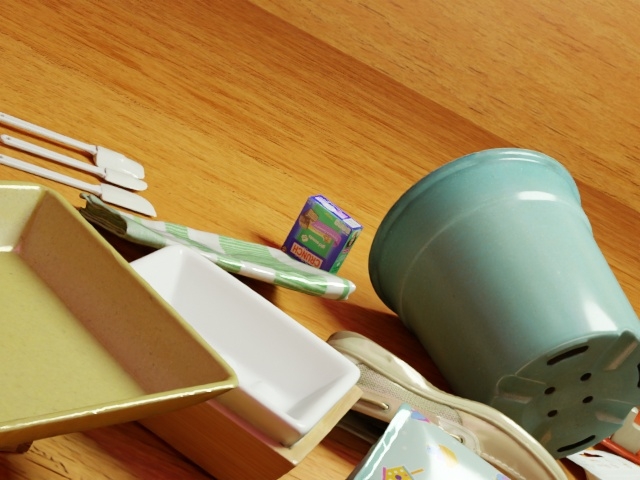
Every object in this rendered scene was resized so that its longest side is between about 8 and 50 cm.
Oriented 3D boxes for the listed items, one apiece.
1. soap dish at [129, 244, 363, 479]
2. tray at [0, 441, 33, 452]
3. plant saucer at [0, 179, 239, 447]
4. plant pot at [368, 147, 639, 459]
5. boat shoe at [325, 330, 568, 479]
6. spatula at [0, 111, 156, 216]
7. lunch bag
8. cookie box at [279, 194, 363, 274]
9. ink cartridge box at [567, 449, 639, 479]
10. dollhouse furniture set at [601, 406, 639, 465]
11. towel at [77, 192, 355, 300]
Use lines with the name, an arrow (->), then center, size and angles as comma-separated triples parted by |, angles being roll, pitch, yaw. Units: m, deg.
soap dish -> -0.116, 0.136, 1.222 | 0.291, 0.118, 0.229 | 33, 20, 10
tray -> -0.416, 0.035, 1.118 | 0.203, 0.076, 0.411 | 14, 24, -37
plant saucer -> -0.289, 0.067, 0.997 | 0.333, 0.081, 0.333 | 41, 24, 27
plant pot -> 0.281, 0.105, 1.588 | 0.341, 0.341, 0.334 | 16, 33, -33
boat shoe -> 0.131, 0.243, 1.351 | 0.341, 0.121, 0.110 | 30, 57, 8
spatula -> -0.357, -0.111, 1.631 | 0.242, 0.019, 0.168 | 18, 29, -27
lunch bag -> 0.094, 0.311, 1.051 | 0.223, 0.160, 0.262 | 36, 32, 8
cookie box -> 0.000, 0.000, 1.719 | 0.092, 0.107, 0.040 | 38, 23, 22
ink cartridge box -> 0.428, 0.352, 1.600 | 0.145, 0.045, 0.179 | 11, 9, -41
dollhouse furniture set -> 0.487, 0.262, 1.797 | 0.262, 0.135, 0.259 | 31, 31, 4
towel -> -0.140, 0.009, 1.490 | 0.325, 0.038, 0.248 | 18, 1, -28
